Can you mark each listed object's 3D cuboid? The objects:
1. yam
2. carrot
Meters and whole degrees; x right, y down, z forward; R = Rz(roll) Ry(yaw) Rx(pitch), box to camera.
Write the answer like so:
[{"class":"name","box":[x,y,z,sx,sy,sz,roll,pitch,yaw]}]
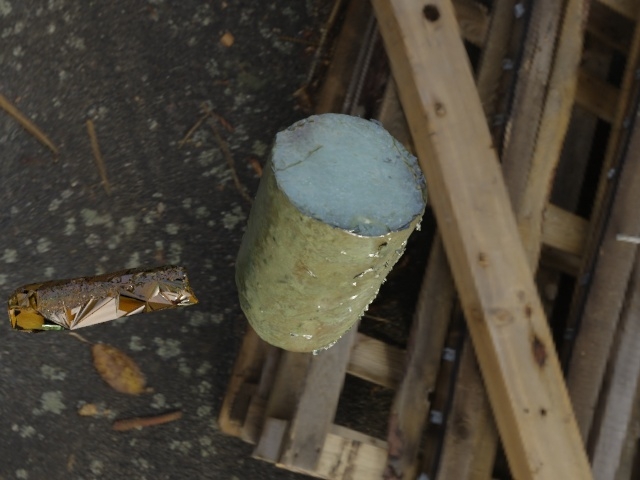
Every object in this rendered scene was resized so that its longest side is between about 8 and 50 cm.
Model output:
[{"class":"yam","box":[0.000,0.000,0.978,0.167,0.304,0.168,6,62,-11]},{"class":"carrot","box":[-0.269,0.071,1.132,0.228,0.069,0.069,-9,90,-7]}]
